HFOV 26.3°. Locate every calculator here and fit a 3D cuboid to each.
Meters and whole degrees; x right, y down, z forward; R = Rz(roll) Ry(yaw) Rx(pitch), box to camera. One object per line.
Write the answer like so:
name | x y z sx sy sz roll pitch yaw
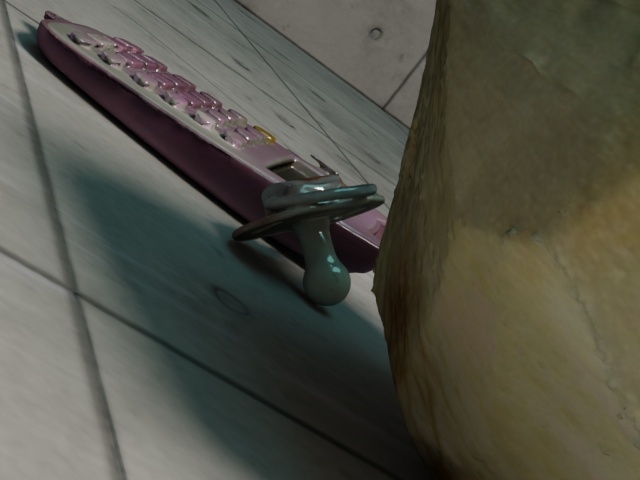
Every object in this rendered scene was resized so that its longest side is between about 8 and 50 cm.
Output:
calculator | -0.075 -0.069 0.952 0.294 0.043 0.194 35 10 2

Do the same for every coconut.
coconut | 0.191 0.010 0.632 0.415 0.345 0.415 33 -37 29

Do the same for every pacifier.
pacifier | 0.000 0.000 0.809 0.099 0.081 0.078 -9 84 -39
